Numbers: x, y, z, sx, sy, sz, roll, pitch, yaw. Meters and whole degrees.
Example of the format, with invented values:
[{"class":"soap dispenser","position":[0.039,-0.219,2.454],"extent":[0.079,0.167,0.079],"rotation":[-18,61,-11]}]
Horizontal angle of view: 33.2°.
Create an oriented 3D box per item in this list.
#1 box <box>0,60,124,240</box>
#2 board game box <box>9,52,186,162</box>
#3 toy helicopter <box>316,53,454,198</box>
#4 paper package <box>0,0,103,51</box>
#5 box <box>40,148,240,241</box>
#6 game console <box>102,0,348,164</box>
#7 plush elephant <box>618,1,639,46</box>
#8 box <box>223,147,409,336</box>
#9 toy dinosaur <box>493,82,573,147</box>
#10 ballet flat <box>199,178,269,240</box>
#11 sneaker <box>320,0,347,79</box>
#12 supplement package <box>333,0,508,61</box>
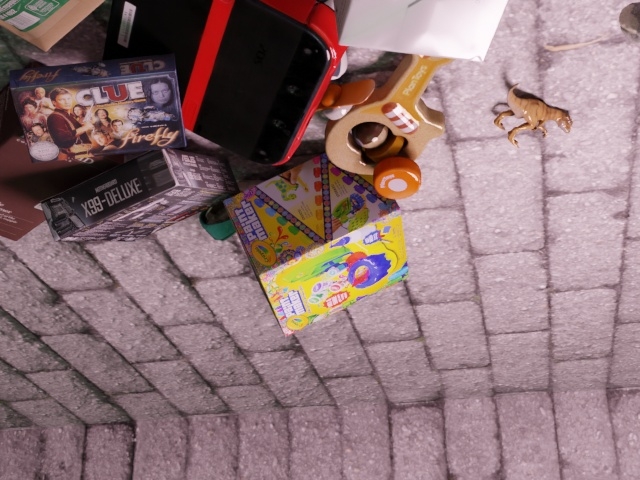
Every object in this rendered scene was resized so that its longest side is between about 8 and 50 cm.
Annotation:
[{"class":"box","position":[-0.518,-0.144,1.881],"extent":[0.191,0.143,0.381],"rotation":[21,144,-36]},{"class":"board game box","position":[-0.335,-0.200,1.642],"extent":[0.243,0.042,0.165],"rotation":[-7,142,-5]},{"class":"toy helicopter","position":[0.110,-0.237,1.759],"extent":[0.235,0.140,0.355],"rotation":[18,138,-15]},{"class":"paper package","position":[-0.268,-0.416,1.149],"extent":[0.168,0.309,0.325],"rotation":[23,146,-38]},{"class":"box","position":[-0.309,-0.075,1.903],"extent":[0.242,0.076,0.307],"rotation":[-23,173,16]},{"class":"game console","position":[-0.156,-0.278,1.619],"extent":[0.342,0.060,0.386],"rotation":[27,149,-3]},{"class":"plush elephant","position":[0.489,-0.335,1.242],"extent":[0.255,0.272,0.330],"rotation":[9,124,-47]},{"class":"box","position":[0.000,0.000,2.025],"extent":[0.279,0.177,0.290],"rotation":[-25,153,-4]},{"class":"toy dinosaur","position":[0.348,-0.224,1.840],"extent":[0.211,0.064,0.112],"rotation":[13,134,-44]},{"class":"ballet flat","position":[-0.153,-0.071,2.100],"extent":[0.087,0.083,0.247],"rotation":[35,136,-29]},{"class":"sneaker","position":[0.046,-0.322,1.579],"extent":[0.153,0.094,0.235],"rotation":[1,144,17]},{"class":"supplement package","position":[0.141,-0.380,1.353],"extent":[0.204,0.145,0.262],"rotation":[5,138,-11]}]
